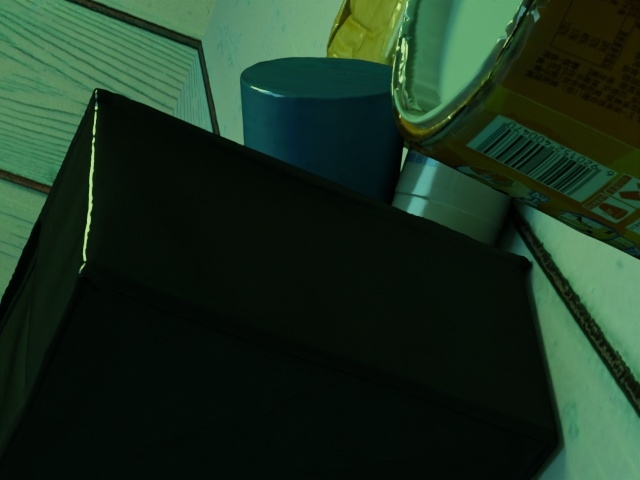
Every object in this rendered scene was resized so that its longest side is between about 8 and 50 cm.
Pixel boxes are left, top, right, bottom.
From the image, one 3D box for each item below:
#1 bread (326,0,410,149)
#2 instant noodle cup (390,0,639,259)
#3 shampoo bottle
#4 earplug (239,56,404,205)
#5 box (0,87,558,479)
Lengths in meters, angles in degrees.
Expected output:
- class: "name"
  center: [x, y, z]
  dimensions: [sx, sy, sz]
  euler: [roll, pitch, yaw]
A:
- class: "bread"
  center: [0.100, -0.198, 1.337]
  dimensions: [0.179, 0.133, 0.250]
  euler: [-126, 52, -68]
- class: "instant noodle cup"
  center: [0.178, -0.119, 0.779]
  dimensions: [0.296, 0.214, 0.296]
  euler: [-160, 90, -76]
- class: "shampoo bottle"
  center: [0.116, -0.074, 1.203]
  dimensions: [0.092, 0.092, 0.303]
  euler: [-175, 104, -75]
- class: "earplug"
  center: [0.000, 0.000, 1.256]
  dimensions: [0.132, 0.132, 0.272]
  euler: [-111, 22, -69]
- class: "box"
  center: [-0.047, 0.100, 1.076]
  dimensions: [0.204, 0.345, 0.251]
  euler: [-92, 27, -53]
